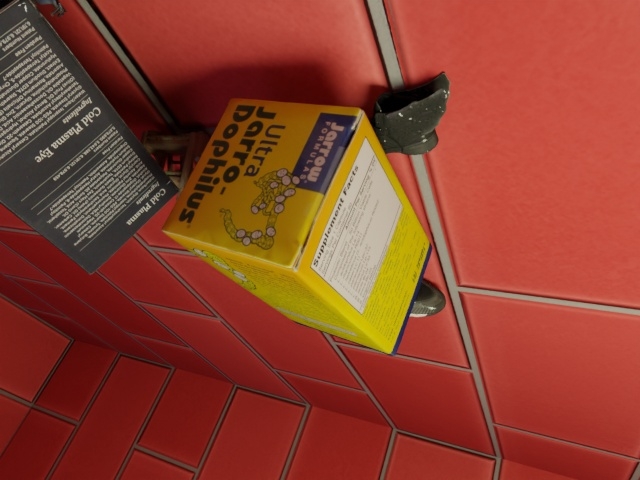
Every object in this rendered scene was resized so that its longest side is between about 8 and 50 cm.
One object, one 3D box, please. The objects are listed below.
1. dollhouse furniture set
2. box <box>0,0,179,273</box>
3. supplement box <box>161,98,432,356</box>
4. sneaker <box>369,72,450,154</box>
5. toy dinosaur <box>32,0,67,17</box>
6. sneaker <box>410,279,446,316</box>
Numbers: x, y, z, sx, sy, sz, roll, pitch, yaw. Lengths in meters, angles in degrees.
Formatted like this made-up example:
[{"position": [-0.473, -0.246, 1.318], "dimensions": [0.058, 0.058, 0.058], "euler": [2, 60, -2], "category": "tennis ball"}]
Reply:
[{"position": [-0.186, -0.116, 0.849], "dimensions": [0.181, 0.101, 0.161], "euler": [7, 172, 25], "category": "dollhouse furniture set"}, {"position": [-0.421, -0.167, 0.689], "dimensions": [0.343, 0.179, 0.313], "euler": [30, 161, 35], "category": "box"}, {"position": [0.000, 0.000, 0.688], "dimensions": [0.195, 0.194, 0.356], "euler": [13, 161, 30], "category": "supplement box"}, {"position": [0.081, -0.146, 0.621], "dimensions": [0.170, 0.051, 0.089], "euler": [-2, 143, 29], "category": "sneaker"}, {"position": [-0.376, -0.332, 0.661], "dimensions": [0.090, 0.047, 0.082], "euler": [-38, 110, 21], "category": "toy dinosaur"}, {"position": [0.124, 0.071, 0.919], "dimensions": [0.234, 0.078, 0.106], "euler": [22, 154, 5], "category": "sneaker"}]
